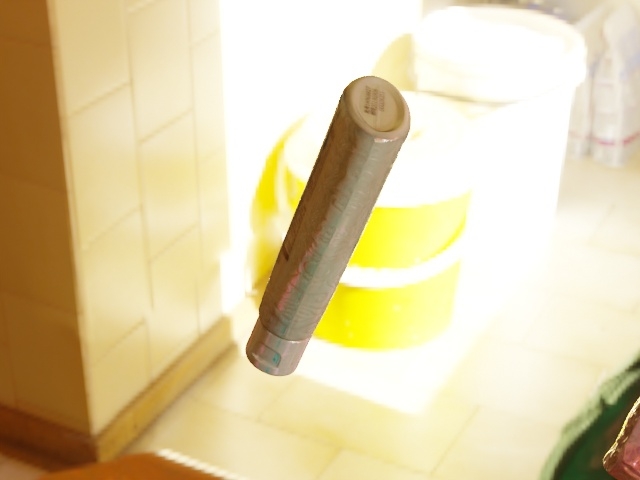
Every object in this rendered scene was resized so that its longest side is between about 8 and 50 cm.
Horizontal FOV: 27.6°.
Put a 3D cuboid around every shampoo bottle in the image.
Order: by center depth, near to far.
[{"bbox_3d":[0.000,0.000,0.746,0.041,0.191,0.069,15,34,-12],"label":"shampoo bottle"}]

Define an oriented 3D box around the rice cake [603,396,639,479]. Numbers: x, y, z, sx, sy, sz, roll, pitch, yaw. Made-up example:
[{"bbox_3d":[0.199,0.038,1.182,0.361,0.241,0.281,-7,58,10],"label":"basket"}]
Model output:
[{"bbox_3d":[0.431,0.160,1.473,0.106,0.050,0.298,34,76,-3],"label":"rice cake"}]
